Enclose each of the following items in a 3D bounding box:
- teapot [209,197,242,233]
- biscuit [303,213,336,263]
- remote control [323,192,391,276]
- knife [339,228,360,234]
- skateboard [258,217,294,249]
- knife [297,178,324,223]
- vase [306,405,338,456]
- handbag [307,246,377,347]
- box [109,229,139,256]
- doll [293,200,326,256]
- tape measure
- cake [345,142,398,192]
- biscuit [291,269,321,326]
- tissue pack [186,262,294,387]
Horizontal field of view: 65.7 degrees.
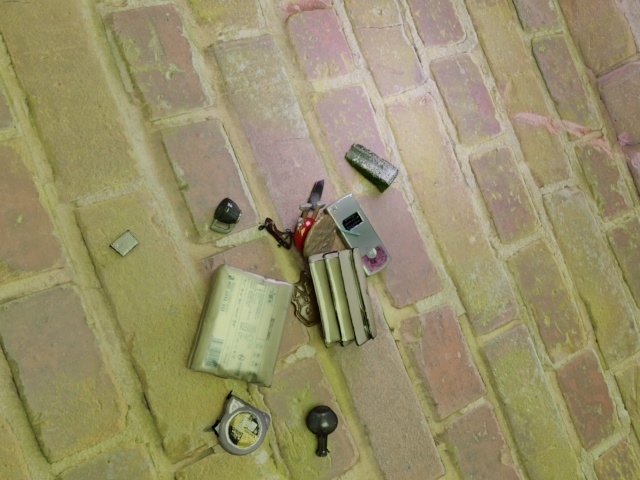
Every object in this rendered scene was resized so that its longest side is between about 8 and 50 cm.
[{"bbox_3d":[-0.350,-0.092,1.864,0.091,0.124,0.092,33,29,-29],"label":"teapot"},{"bbox_3d":[0.001,0.000,1.924,0.033,0.219,0.219,20,69,28],"label":"biscuit"},{"bbox_3d":[0.156,-0.020,2.049,0.145,0.050,0.343,-32,94,-22],"label":"remote control"},{"bbox_3d":[0.120,-0.035,2.008,0.091,0.005,0.014,14,79,-18],"label":"knife"},{"bbox_3d":[-0.162,-0.030,1.932,0.151,0.067,0.080,47,59,-14],"label":"skateboard"},{"bbox_3d":[-0.029,-0.155,2.020,0.060,0.028,0.230,31,69,-26],"label":"knife"},{"bbox_3d":[0.007,0.716,1.849,0.120,0.120,0.182,-5,97,-21],"label":"vase"},{"bbox_3d":[0.101,0.211,1.899,0.237,0.160,0.358,-8,87,-64],"label":"handbag"},{"bbox_3d":[-0.681,0.012,1.724,0.084,0.060,0.063,-45,106,-21],"label":"box"},{"bbox_3d":[-0.048,-0.046,1.937,0.183,0.085,0.217,-15,118,-55],"label":"doll"},{"bbox_3d":[-0.287,0.658,1.750,0.196,0.105,0.178,41,63,-12],"label":"tape measure"},{"bbox_3d":[0.214,-0.312,2.130,0.235,0.099,0.100,35,71,9],"label":"cake"},{"bbox_3d":[-0.033,0.219,1.948,0.182,0.034,0.215,-21,89,-23],"label":"biscuit"},{"bbox_3d":[-0.276,0.302,1.749,0.297,0.207,0.379,19,75,-15],"label":"tissue pack"}]
